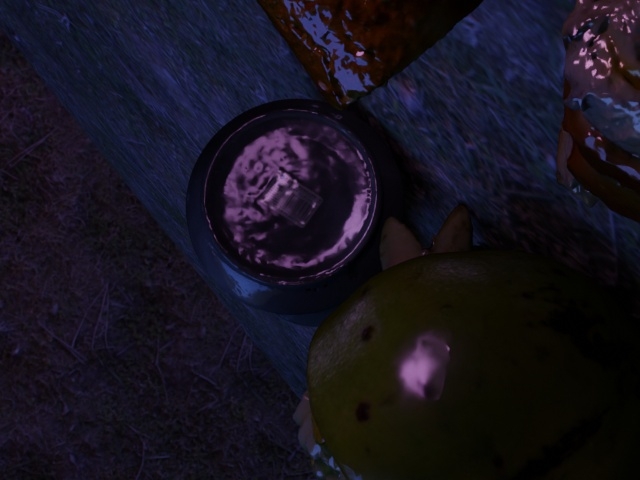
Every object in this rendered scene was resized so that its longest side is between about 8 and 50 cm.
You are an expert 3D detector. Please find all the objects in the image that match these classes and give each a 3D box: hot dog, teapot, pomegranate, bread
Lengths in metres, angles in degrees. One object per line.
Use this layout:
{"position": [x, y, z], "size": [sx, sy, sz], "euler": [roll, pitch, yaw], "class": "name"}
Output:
{"position": [0.161, -0.050, 0.597], "size": [0.146, 0.103, 0.213], "euler": [26, 176, 6], "class": "hot dog"}
{"position": [0.000, 0.000, 1.248], "size": [0.203, 0.171, 0.225], "euler": [39, 174, 12], "class": "teapot"}
{"position": [0.105, 0.106, 1.031], "size": [0.341, 0.260, 0.260], "euler": [-101, -14, -45], "class": "pomegranate"}
{"position": [0.003, -0.165, 0.756], "size": [0.172, 0.132, 0.103], "euler": [53, 145, -8], "class": "bread"}
